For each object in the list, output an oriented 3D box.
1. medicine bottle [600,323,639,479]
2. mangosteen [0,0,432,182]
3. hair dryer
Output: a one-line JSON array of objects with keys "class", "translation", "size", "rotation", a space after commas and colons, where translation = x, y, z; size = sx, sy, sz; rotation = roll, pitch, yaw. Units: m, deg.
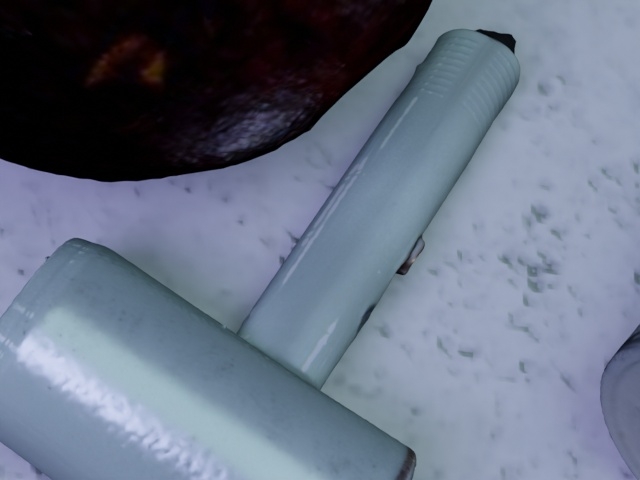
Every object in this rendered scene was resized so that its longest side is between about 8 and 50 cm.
[{"class": "medicine bottle", "translation": [0.219, -0.005, 0.575], "size": [0.143, 0.143, 0.258], "rotation": [44, 63, 2]}, {"class": "mangosteen", "translation": [-0.046, -0.126, 0.519], "size": [0.265, 0.228, 0.228], "rotation": [8, 61, -58]}, {"class": "hair dryer", "translation": [0.000, 0.000, 0.550], "size": [0.131, 0.073, 0.236], "rotation": [36, 62, 0]}]
